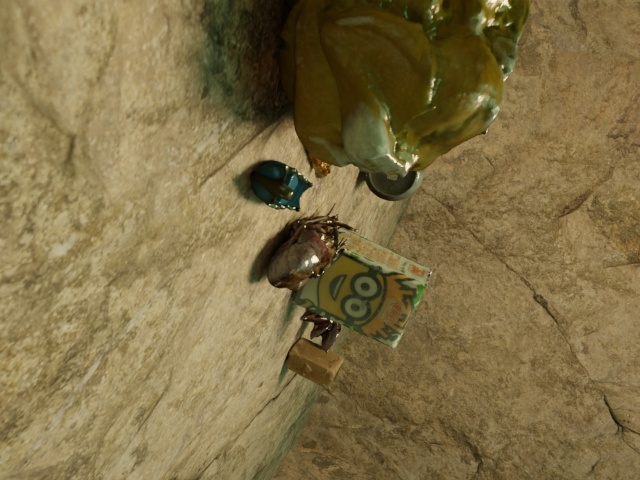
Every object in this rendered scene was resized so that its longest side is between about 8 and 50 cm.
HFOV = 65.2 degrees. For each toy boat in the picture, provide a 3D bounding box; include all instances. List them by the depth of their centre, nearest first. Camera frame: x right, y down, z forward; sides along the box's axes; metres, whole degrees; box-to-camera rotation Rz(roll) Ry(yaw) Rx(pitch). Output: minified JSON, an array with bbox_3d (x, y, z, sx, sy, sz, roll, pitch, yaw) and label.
[{"bbox_3d":[-0.055,-0.082,0.806,0.075,0.077,0.185,-64,168,4],"label":"toy boat"}]

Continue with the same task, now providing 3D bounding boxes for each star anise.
[{"bbox_3d":[0.022,0.243,1.700,0.212,0.129,0.282,-50,154,-67],"label":"star anise"}]

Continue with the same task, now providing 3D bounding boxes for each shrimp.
[{"bbox_3d":[-0.007,0.000,1.088,0.145,0.116,0.343,-55,175,34],"label":"shrimp"}]

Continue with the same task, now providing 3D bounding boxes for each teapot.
[{"bbox_3d":[0.233,-0.231,1.513,0.225,0.171,0.203,-47,159,-72],"label":"teapot"}]

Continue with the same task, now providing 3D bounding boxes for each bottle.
[{"bbox_3d":[-0.056,0.095,1.240,0.045,0.045,0.096,-66,169,10],"label":"bottle"}]

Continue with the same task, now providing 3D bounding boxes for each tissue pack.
[{"bbox_3d":[0.107,0.119,1.333,0.128,0.311,0.227,-52,165,-58],"label":"tissue pack"}]

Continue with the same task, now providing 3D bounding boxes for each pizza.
[{"bbox_3d":[0.014,-0.195,0.949,0.178,0.041,0.131,-68,165,18],"label":"pizza"}]

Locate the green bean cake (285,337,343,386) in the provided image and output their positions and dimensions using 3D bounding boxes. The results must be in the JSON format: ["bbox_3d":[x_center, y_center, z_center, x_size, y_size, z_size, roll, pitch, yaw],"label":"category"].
[{"bbox_3d":[-0.021,0.420,1.730,0.109,0.179,0.085,-45,156,-64],"label":"green bean cake"}]

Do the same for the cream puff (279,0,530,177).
[{"bbox_3d":[0.083,-0.265,0.656,0.378,0.276,0.378,-54,-160,31],"label":"cream puff"}]
